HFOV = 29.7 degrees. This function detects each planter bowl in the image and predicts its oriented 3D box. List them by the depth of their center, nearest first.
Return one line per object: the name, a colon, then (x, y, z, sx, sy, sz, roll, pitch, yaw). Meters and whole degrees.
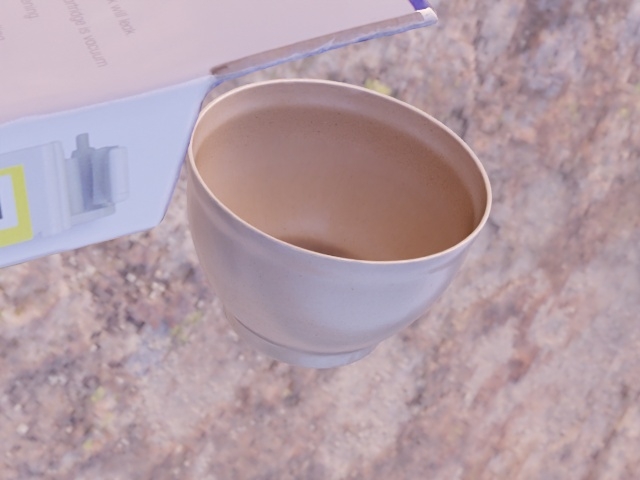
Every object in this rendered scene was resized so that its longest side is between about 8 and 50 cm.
planter bowl: (0.000, 0.000, 0.661, 0.162, 0.162, 0.109, -27, 144, -41)

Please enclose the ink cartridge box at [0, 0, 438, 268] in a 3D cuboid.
ink cartridge box: (-0.168, -0.106, 0.403, 0.307, 0.303, 0.072, -14, 139, -21)
